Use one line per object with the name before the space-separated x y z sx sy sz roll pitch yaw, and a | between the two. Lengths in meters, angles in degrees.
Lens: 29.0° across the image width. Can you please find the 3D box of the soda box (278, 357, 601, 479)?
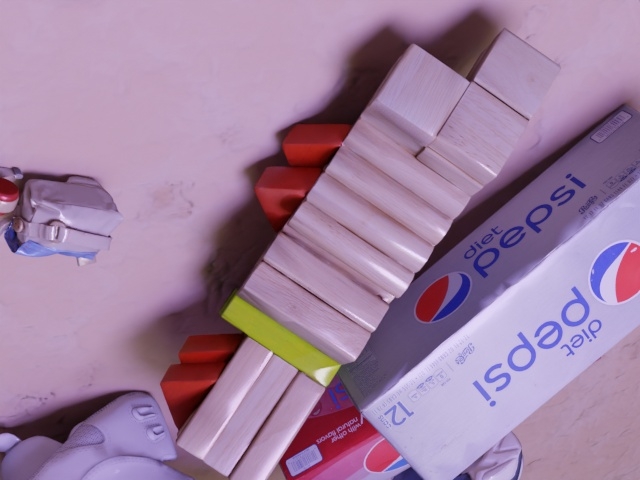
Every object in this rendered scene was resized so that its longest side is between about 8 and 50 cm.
soda box | 0.086 0.112 0.994 0.263 0.083 0.092 -31 145 5

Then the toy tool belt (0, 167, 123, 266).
toy tool belt | -0.159 -0.007 0.710 0.083 0.052 0.051 6 125 -37

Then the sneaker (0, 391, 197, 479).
sneaker | -0.081 0.226 0.916 0.366 0.210 0.137 9 131 -42

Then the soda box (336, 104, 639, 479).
soda box | 0.149 0.039 0.873 0.286 0.091 0.098 -41 117 2

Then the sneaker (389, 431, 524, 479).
sneaker | 0.094 0.275 1.192 0.235 0.094 0.153 -32 137 -11

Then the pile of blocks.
pile of blocks | 0.000 0.000 0.802 0.112 0.149 0.362 34 109 -4
